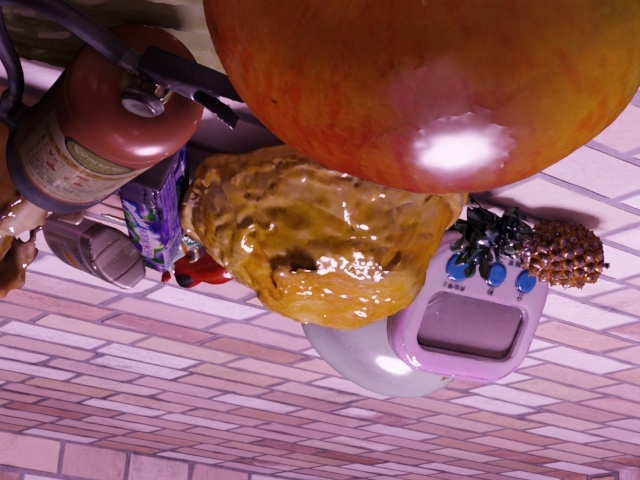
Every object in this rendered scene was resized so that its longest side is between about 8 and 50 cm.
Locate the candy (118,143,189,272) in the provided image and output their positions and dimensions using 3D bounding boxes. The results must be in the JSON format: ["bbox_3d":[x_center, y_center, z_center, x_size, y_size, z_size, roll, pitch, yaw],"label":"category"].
[{"bbox_3d":[-0.190,-0.049,1.400,0.061,0.088,0.312,22,161,2],"label":"candy"}]

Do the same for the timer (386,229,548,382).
[{"bbox_3d":[0.192,0.086,1.586,0.208,0.191,0.069,13,-169,-27],"label":"timer"}]

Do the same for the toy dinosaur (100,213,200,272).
[{"bbox_3d":[-0.186,-0.013,1.593,0.106,0.044,0.187,-23,136,28],"label":"toy dinosaur"}]

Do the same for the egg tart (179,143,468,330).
[{"bbox_3d":[0.000,0.000,1.383,0.339,0.153,0.351,11,153,-27],"label":"egg tart"}]

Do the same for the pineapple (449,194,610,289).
[{"bbox_3d":[0.263,0.015,1.481,0.221,0.103,0.083,12,171,-23],"label":"pineapple"}]

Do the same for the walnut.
[{"bbox_3d":[-0.339,-0.058,1.316,0.238,0.141,0.204,-44,171,6],"label":"walnut"}]

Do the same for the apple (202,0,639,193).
[{"bbox_3d":[0.066,-0.179,0.721,0.301,0.302,0.301,4,160,1],"label":"apple"}]

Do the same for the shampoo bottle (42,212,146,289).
[{"bbox_3d":[-0.286,0.009,1.507,0.086,0.056,0.227,53,162,-22],"label":"shampoo bottle"}]

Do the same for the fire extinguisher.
[{"bbox_3d":[-0.209,-0.113,1.029,0.200,0.113,0.376,13,167,-24],"label":"fire extinguisher"}]

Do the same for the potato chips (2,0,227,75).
[{"bbox_3d":[-0.164,-0.207,1.002,0.429,0.070,0.358,9,164,-6],"label":"potato chips"}]

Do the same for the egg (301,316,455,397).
[{"bbox_3d":[0.092,0.123,1.696,0.264,0.183,0.183,22,155,-25],"label":"egg"}]

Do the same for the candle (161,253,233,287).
[{"bbox_3d":[-0.091,0.028,1.659,0.329,0.051,0.048,-11,158,36],"label":"candle"}]
